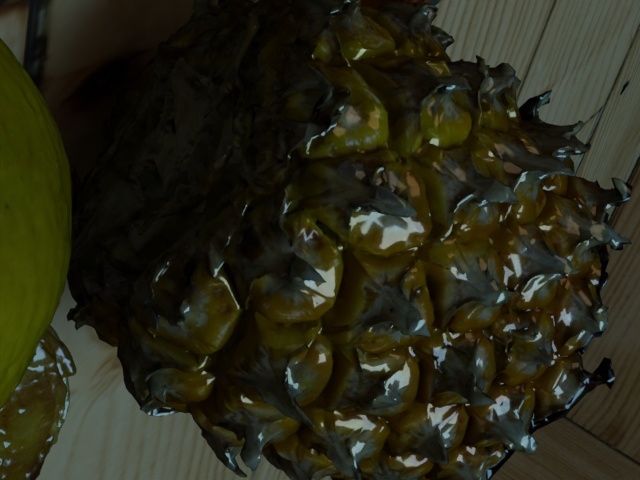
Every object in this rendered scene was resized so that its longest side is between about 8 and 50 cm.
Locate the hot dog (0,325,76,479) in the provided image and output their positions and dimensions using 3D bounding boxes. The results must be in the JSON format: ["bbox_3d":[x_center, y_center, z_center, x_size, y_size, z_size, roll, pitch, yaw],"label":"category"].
[{"bbox_3d":[-0.254,0.091,0.743,0.259,0.114,0.175,5,115,-63],"label":"hot dog"}]

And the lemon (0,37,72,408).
[{"bbox_3d":[-0.215,-0.004,0.511,0.236,0.236,0.263,-59,-172,4],"label":"lemon"}]

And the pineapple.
[{"bbox_3d":[0.002,-0.002,0.904,0.300,0.352,0.352,30,93,-34],"label":"pineapple"}]

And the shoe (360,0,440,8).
[{"bbox_3d":[0.093,-0.241,1.096,0.171,0.132,0.336,-56,160,8],"label":"shoe"}]
